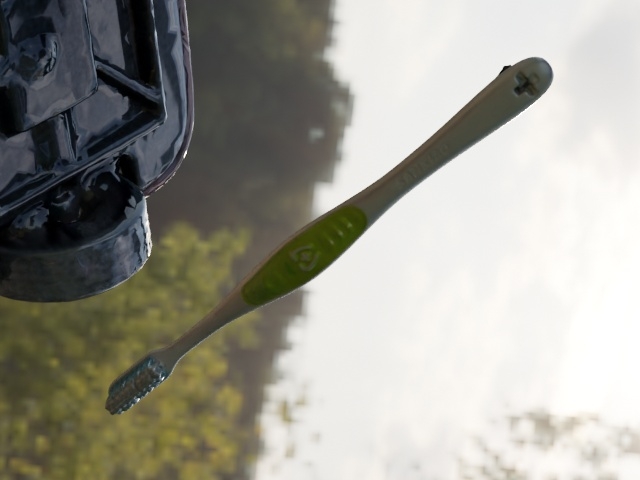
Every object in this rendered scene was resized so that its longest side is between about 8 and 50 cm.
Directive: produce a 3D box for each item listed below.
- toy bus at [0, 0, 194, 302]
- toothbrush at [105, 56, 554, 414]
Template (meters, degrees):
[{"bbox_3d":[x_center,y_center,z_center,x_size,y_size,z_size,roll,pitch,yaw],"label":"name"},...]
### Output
[{"bbox_3d":[-0.248,-0.040,0.682,0.427,0.233,0.203,-34,130,-42],"label":"toy bus"},{"bbox_3d":[0.000,0.000,0.873,0.263,0.022,0.026,-38,-171,17],"label":"toothbrush"}]
